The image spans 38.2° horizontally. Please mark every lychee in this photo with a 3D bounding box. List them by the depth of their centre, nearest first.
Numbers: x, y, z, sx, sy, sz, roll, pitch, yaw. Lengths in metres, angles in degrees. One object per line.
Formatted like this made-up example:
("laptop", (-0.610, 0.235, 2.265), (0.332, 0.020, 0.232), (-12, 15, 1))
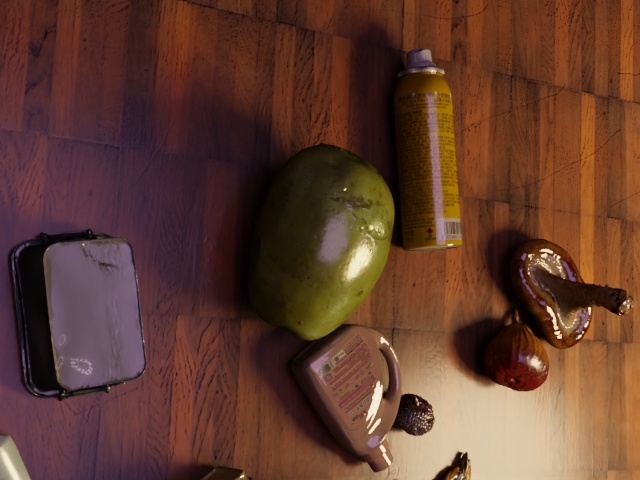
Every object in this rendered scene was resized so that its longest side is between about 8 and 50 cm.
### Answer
("lychee", (0.160, 0.294, 1.565), (0.068, 0.067, 0.083), (-3, 117, 6))

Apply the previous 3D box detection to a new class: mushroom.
("mushroom", (0.464, 0.089, 1.663), (0.227, 0.217, 0.148), (48, 67, -16))

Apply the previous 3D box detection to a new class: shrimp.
("shrimp", (0.237, 0.421, 1.614), (0.059, 0.023, 0.108), (16, 69, -20))

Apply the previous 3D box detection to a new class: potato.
("potato", (-0.001, -0.001, 1.436), (0.216, 0.216, 0.304), (30, 69, -22))

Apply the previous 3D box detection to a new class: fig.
("fig", (0.341, 0.201, 1.670), (0.119, 0.153, 0.119), (-12, 130, -14))

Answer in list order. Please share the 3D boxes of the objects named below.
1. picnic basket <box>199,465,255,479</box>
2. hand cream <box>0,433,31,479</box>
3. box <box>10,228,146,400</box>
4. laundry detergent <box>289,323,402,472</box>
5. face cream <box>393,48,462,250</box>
("picnic basket", (-0.165, 0.411, 1.353), (0.164, 0.115, 0.079), (-36, 100, -27))
("hand cream", (-0.415, 0.416, 1.266), (0.109, 0.067, 0.320), (-20, 102, -29))
("box", (-0.330, 0.100, 1.286), (0.163, 0.135, 0.243), (-5, 87, -29))
("laundry detergent", (0.072, 0.250, 1.518), (0.171, 0.076, 0.237), (-39, 103, -26))
("face cream", (0.183, -0.158, 1.604), (0.105, 0.105, 0.348), (-2, 86, -28))
